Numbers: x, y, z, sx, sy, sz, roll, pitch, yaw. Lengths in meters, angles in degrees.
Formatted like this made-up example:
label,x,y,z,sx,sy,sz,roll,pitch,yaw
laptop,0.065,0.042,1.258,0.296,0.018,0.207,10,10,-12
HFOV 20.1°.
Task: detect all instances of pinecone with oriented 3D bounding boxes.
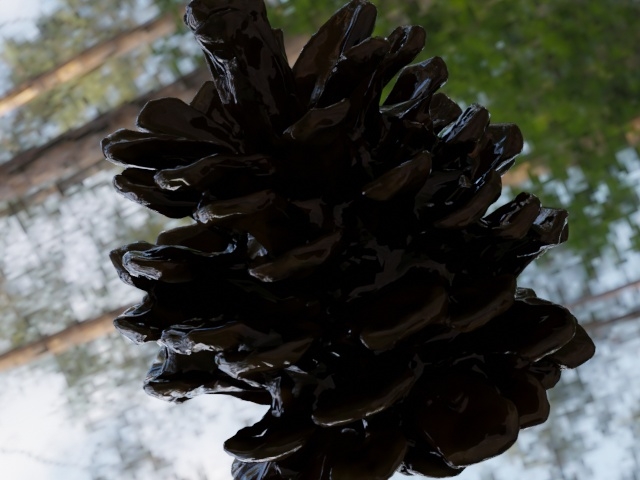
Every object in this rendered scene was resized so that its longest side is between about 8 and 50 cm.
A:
label,x,y,z,sx,sy,sz,roll,pitch,yaw
pinecone,-0.001,0.000,0.728,0.185,0.168,0.212,-35,-87,-15
